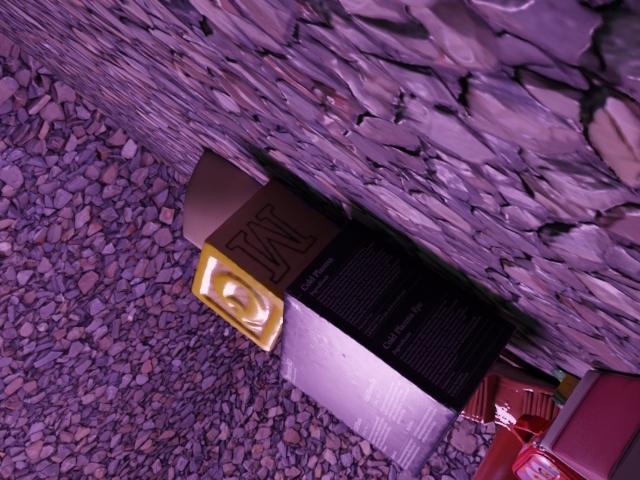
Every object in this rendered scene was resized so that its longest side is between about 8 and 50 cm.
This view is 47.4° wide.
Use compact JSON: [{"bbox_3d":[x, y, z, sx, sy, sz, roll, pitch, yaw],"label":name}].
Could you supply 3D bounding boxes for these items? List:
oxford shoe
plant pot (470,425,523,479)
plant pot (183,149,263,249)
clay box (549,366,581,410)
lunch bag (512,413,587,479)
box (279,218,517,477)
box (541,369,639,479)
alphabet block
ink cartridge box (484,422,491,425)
[{"bbox_3d":[0.422,0.311,1.384,0.397,0.140,0.147,23,-156,39],"label":"oxford shoe"},{"bbox_3d":[0.470,0.471,1.538,0.272,0.265,0.272,36,175,3],"label":"plant pot"},{"bbox_3d":[-0.208,-0.049,1.685,0.284,0.191,0.284,36,175,3],"label":"plant pot"},{"bbox_3d":[0.453,0.286,1.132,0.222,0.053,0.127,30,170,41],"label":"clay box"},{"bbox_3d":[0.414,0.368,1.140,0.258,0.120,0.293,38,165,20],"label":"lunch bag"},{"bbox_3d":[0.107,0.189,1.216,0.313,0.179,0.343,34,151,15],"label":"box"},{"bbox_3d":[0.381,0.248,0.848,0.149,0.126,0.232,35,175,4],"label":"box"},{"bbox_3d":[-0.091,0.045,1.324,0.193,0.197,0.192,36,143,9],"label":"alphabet block"},{"bbox_3d":[0.350,0.321,1.672,0.203,0.086,0.148,40,-157,-49],"label":"ink cartridge box"}]
